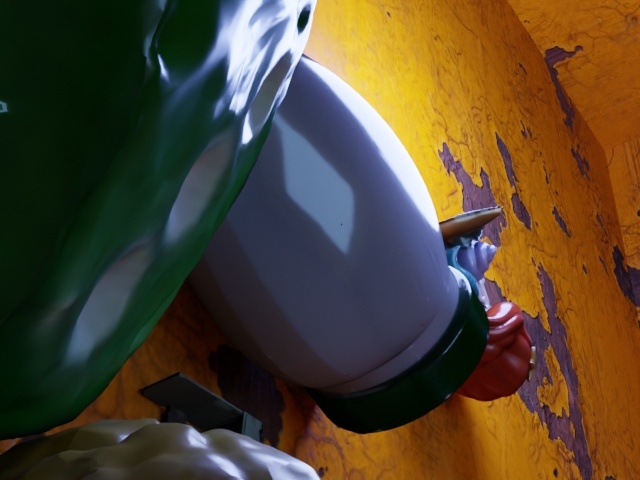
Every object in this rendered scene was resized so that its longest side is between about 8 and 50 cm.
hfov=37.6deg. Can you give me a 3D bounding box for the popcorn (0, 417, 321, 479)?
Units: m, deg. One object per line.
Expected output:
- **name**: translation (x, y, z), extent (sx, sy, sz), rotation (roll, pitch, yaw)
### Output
- **popcorn**: translation (-0.090, 0.277, 0.452), extent (0.344, 0.390, 0.354), rotation (-21, 121, -47)

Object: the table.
- **table**: translation (-0.088, 0.220, 0.799), extent (0.175, 0.062, 0.146), rotation (41, 38, -36)

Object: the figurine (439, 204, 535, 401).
- **figurine**: translation (0.195, 0.100, 1.282), extent (0.208, 0.181, 0.257), rotation (137, -64, -77)

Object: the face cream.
- **face cream**: translation (0.000, 0.000, 0.939), extent (0.357, 0.219, 0.312), rotation (54, 30, -25)

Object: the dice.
- **dice**: translation (-0.185, -0.092, 0.503), extent (0.287, 0.300, 0.297), rotation (29, 6, 1)
